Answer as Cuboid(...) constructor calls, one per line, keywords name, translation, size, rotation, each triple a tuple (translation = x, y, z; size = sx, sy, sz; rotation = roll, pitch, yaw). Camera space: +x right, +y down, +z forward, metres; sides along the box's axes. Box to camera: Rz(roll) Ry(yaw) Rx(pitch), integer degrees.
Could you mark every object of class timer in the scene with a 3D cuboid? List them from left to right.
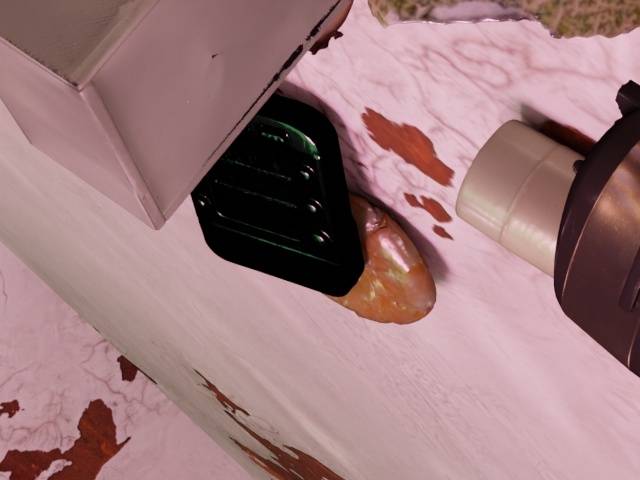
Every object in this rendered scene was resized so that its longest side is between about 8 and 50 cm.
Cuboid(name="timer", translation=(-0.039, -0.045, 1.111), size=(0.144, 0.055, 0.187), rotation=(18, 142, 27))

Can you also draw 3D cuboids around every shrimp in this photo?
Cuboid(name="shrimp", translation=(0.000, -0.001, 1.228), size=(0.267, 0.061, 0.145), rotation=(22, 150, 55))

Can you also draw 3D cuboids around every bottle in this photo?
Cuboid(name="bottle", translation=(0.178, 0.008, 0.807), size=(0.201, 0.072, 0.072), rotation=(33, 164, 18))

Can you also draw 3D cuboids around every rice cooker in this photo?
Cuboid(name="rice cooker", translation=(0.176, -0.001, 0.687), size=(0.106, 0.112, 0.165), rotation=(39, 150, 33))

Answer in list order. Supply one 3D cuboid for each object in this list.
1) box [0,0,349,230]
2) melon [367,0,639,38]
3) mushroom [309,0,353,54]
Cuboid(name="box", translation=(-0.045, -0.135, 0.605), size=(0.086, 0.225, 0.129), rotation=(34, 164, 20))
Cuboid(name="melon", translation=(0.106, -0.142, 0.484), size=(0.093, 0.202, 0.139), rotation=(-121, 18, -80))
Cuboid(name="mushroom", translation=(-0.121, -0.167, 0.731), size=(0.151, 0.156, 0.286), rotation=(13, -179, 44))
